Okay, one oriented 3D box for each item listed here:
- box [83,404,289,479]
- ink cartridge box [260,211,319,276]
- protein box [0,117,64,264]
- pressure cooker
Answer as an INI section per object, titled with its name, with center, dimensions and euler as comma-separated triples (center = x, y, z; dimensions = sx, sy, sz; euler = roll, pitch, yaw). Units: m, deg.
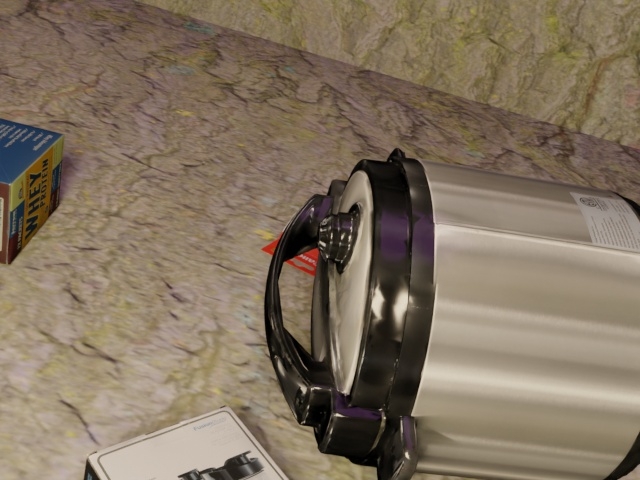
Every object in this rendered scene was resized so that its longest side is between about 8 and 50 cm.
[box]
center = -0.085, 0.300, 0.674
dimensions = 0.169, 0.087, 0.290
euler = -12, 40, -41
[ink cartridge box]
center = 0.000, 0.000, 1.286
dimensions = 0.146, 0.045, 0.179
euler = 26, 28, 18
[protein box]
center = -0.521, -0.090, 1.076
dimensions = 0.201, 0.135, 0.199
euler = 14, 29, -4
[pressure cooker]
center = 0.144, 0.085, 0.852
dimensions = 0.421, 0.375, 0.370
euler = 8, 1, -8
